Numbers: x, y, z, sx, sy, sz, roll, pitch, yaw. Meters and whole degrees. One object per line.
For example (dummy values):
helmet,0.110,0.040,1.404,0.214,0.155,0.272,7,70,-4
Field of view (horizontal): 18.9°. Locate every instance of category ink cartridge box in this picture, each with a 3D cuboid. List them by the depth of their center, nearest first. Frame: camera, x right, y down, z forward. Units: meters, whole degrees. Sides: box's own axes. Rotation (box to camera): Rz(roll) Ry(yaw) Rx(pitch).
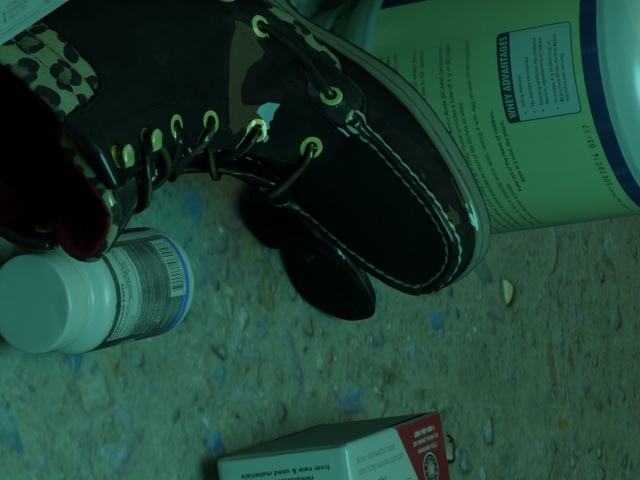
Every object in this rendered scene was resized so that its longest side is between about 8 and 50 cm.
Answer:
ink cartridge box,0.031,0.282,1.473,0.197,0.114,0.273,-7,88,-66

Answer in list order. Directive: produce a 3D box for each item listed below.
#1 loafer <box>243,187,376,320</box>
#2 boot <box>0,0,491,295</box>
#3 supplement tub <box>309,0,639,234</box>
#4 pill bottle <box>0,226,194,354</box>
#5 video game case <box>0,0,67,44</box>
loafer,0.000,0.000,1.565,0.170,0.062,0.061,56,35,-39
boot,-0.080,-0.064,1.274,0.377,0.138,0.284,48,39,0
supplement tub,0.162,-0.125,1.603,0.235,0.325,0.235,20,66,-56
pill bottle,-0.152,0.035,1.281,0.137,0.078,0.078,-10,92,-59
video game case,-0.187,-0.189,1.118,0.157,0.019,0.143,-45,140,-48
